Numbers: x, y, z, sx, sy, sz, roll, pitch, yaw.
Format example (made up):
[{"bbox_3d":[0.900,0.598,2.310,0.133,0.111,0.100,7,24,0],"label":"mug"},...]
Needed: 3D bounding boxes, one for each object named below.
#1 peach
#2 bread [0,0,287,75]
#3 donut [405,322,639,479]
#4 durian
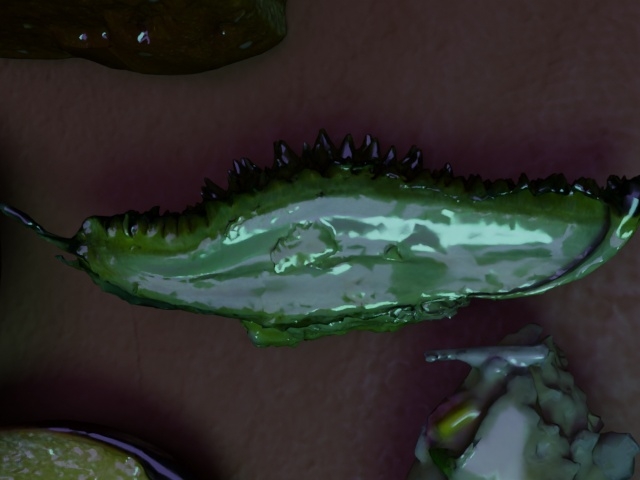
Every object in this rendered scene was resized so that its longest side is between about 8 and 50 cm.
[{"bbox_3d":[-0.183,0.201,0.615,0.279,0.068,0.189,-1,94,11],"label":"peach"},{"bbox_3d":[-0.151,-0.174,0.569,0.234,0.184,0.111,3,82,14],"label":"bread"},{"bbox_3d":[0.211,0.218,0.480,0.370,0.150,0.308,11,90,13],"label":"donut"},{"bbox_3d":[-0.002,-0.004,0.563,0.374,0.106,0.132,-4,88,12],"label":"durian"}]
